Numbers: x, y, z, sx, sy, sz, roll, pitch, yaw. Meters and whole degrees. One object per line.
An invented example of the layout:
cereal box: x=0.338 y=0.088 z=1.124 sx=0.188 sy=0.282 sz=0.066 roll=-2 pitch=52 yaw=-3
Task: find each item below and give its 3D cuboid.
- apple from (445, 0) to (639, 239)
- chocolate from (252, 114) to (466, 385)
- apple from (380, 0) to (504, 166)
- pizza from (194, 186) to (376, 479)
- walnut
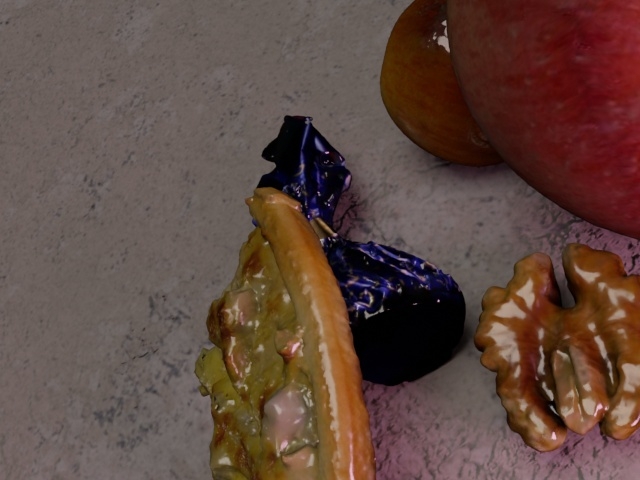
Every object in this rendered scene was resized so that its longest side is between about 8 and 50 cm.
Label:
apple: x=0.252 y=-0.164 z=0.751 sx=0.345 sy=0.345 sz=0.269 roll=-46 pitch=18 yaw=-3
chocolate: x=0.001 y=-0.002 z=0.933 sx=0.343 sy=0.126 sz=0.148 roll=54 pitch=136 yaw=45
apple: x=0.155 y=-0.168 z=0.932 sx=0.173 sy=0.160 sz=0.195 roll=23 pitch=80 yaw=16
pizza: x=-0.045 y=0.125 z=0.810 sx=0.223 sy=0.089 sz=0.323 roll=-49 pitch=45 yaw=48
walnut: x=0.199 y=0.088 z=0.781 sx=0.143 sy=0.069 sz=0.170 roll=-13 pitch=56 yaw=22
